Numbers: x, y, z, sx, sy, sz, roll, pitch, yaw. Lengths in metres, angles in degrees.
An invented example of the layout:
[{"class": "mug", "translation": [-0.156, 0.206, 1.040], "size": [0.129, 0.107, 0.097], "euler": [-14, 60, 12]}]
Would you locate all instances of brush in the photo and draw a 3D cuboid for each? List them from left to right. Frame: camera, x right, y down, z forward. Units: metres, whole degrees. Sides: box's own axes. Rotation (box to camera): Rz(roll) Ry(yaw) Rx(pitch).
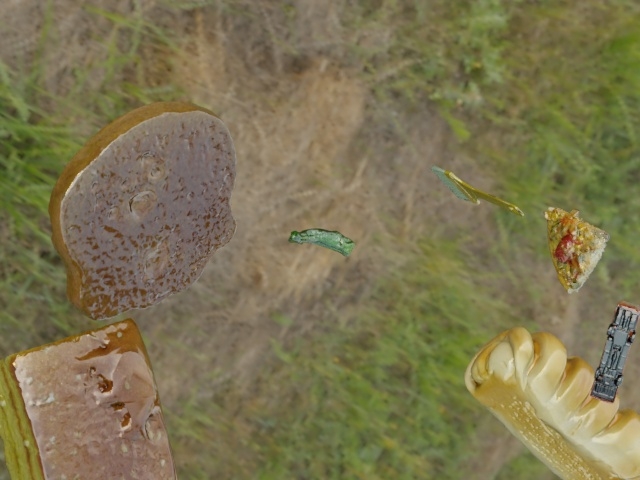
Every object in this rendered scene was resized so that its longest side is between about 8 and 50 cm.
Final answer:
[{"class": "brush", "translation": [0.250, -0.069, 1.997], "size": [0.011, 0.205, 0.083], "euler": [-51, 122, -7]}]

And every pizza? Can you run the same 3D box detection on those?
[{"class": "pizza", "translation": [0.229, 0.003, 1.170], "size": [0.025, 0.078, 0.083], "euler": [-6, 77, -26]}]

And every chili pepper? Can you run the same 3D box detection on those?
[{"class": "chili pepper", "translation": [-0.005, -0.004, 1.931], "size": [0.118, 0.055, 0.035], "euler": [15, 87, -35]}]

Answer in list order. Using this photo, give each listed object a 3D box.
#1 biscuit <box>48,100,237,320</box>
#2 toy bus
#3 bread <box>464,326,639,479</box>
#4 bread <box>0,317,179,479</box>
[{"class": "biscuit", "translation": [-0.214, -0.041, 1.600], "size": [0.273, 0.049, 0.257], "euler": [-29, 127, -33]}, {"class": "toy bus", "translation": [0.325, 0.122, 1.416], "size": [0.043, 0.031, 0.110], "euler": [-27, 133, -70]}, {"class": "bread", "translation": [0.350, 0.248, 1.814], "size": [0.311, 0.173, 0.121], "euler": [44, 59, -7]}, {"class": "bread", "translation": [-0.271, 0.224, 1.496], "size": [0.184, 0.110, 0.234], "euler": [-15, 90, -43]}]
